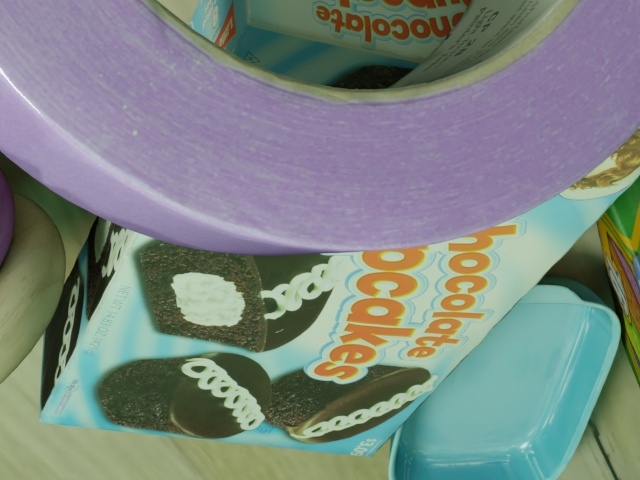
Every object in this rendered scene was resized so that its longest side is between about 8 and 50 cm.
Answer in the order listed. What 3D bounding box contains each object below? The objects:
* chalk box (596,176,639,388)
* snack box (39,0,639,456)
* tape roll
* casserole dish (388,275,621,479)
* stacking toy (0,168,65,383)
[{"bbox_3d":[0.256,0.074,0.706,0.180,0.289,0.179,-18,134,4],"label":"chalk box"},{"bbox_3d":[0.000,0.000,0.685,0.187,0.060,0.322,9,145,-20],"label":"snack box"},{"bbox_3d":[-0.005,-0.132,0.479,0.275,0.090,0.274,0,89,-21],"label":"tape roll"},{"bbox_3d":[0.098,0.082,0.853,0.114,0.037,0.188,0,133,-13],"label":"casserole dish"},{"bbox_3d":[-0.238,-0.067,0.579,0.141,0.141,0.330,-24,129,10],"label":"stacking toy"}]
